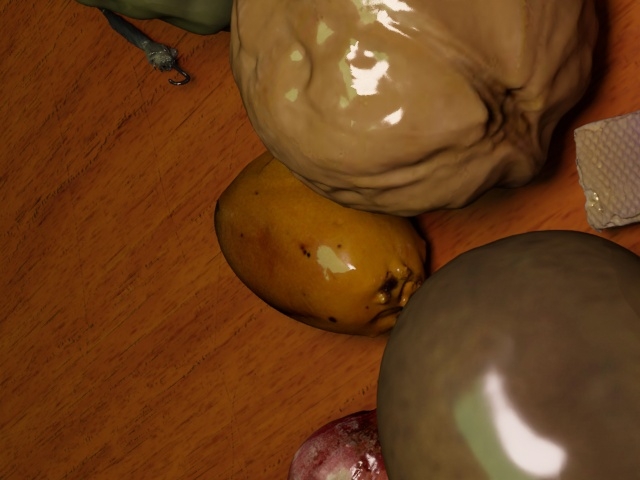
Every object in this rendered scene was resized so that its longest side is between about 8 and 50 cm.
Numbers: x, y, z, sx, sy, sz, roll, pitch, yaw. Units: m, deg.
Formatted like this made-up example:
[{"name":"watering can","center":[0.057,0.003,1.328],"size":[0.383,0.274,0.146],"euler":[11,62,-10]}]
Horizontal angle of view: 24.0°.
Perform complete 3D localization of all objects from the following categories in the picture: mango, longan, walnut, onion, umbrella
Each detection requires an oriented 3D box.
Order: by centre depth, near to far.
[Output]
[{"name":"longan","center":[0.218,0.164,1.364],"size":[0.361,0.361,0.361],"euler":[3,94,46]},{"name":"walnut","center":[0.086,-0.210,1.477],"size":[0.384,0.384,0.383],"euler":[3,94,46]},{"name":"onion","center":[0.053,0.248,1.646],"size":[0.159,0.159,0.195],"euler":[43,118,36]},{"name":"mango","center":[0.000,0.000,1.689],"size":[0.287,0.153,0.201],"euler":[30,124,44]},{"name":"umbrella","center":[-0.233,-0.265,2.013],"size":[0.269,0.044,0.044],"euler":[45,149,46]}]

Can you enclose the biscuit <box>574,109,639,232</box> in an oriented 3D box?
[{"name":"biscuit","center":[0.328,-0.073,1.375],"size":[0.239,0.062,0.108],"euler":[-13,85,59]}]

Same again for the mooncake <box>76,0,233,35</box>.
[{"name":"mooncake","center":[-0.180,-0.370,1.715],"size":[0.356,0.356,0.194],"euler":[39,117,38]}]
